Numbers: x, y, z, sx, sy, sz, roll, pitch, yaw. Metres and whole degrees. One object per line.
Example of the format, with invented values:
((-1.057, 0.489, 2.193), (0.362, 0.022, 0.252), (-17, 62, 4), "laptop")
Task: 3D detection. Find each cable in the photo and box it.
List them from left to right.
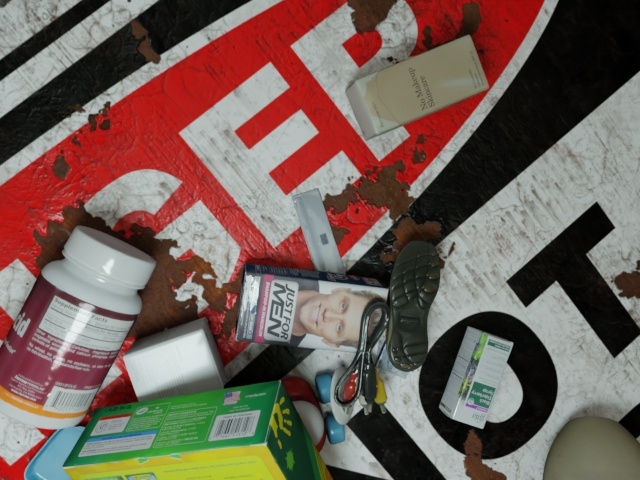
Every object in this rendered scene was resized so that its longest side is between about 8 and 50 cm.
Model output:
((0.096, 0.283, 1.282), (0.140, 0.072, 0.287), (0, 92, -12), "cable")

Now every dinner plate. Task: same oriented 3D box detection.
((0.061, 0.384, 1.337), (0.017, 0.141, 0.141), (-7, 94, 26), "dinner plate")

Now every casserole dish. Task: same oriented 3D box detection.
((-0.606, 0.516, 1.274), (0.114, 0.037, 0.188), (39, 85, -9), "casserole dish")

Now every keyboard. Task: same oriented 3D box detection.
((0.000, 0.000, 1.369), (0.072, 0.014, 0.256), (-19, 96, -14), "keyboard")

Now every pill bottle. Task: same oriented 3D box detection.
((-0.535, 0.181, 1.178), (0.224, 0.224, 0.392), (28, 87, -10), "pill bottle")

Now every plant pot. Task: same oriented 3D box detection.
((0.726, 0.577, 1.411), (0.284, 0.284, 0.190), (19, 53, -10), "plant pot")

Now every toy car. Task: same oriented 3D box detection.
((-0.048, 0.446, 1.264), (0.219, 0.238, 0.210), (-12, 94, -9), "toy car")

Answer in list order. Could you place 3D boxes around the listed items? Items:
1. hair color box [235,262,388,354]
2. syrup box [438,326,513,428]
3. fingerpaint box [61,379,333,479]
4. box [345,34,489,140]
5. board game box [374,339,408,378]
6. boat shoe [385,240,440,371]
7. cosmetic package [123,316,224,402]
((-0.024, 0.166, 1.315), (0.347, 0.105, 0.173), (7, 99, -10), "hair color box")
((0.405, 0.355, 1.409), (0.093, 0.096, 0.236), (20, 88, -10), "syrup box")
((-0.229, 0.502, 1.134), (0.445, 0.163, 0.371), (-13, 119, 17), "fingerpaint box")
((0.235, -0.374, 1.335), (0.311, 0.121, 0.148), (-25, 97, -8), "box")
((0.199, 0.304, 1.410), (0.090, 0.020, 0.090), (24, 88, -9), "board game box")
((0.217, 0.161, 1.359), (0.123, 0.120, 0.323), (12, 82, -3), "boat shoe")
((-0.332, 0.287, 1.252), (0.184, 0.151, 0.151), (-18, 96, -7), "cosmetic package")
